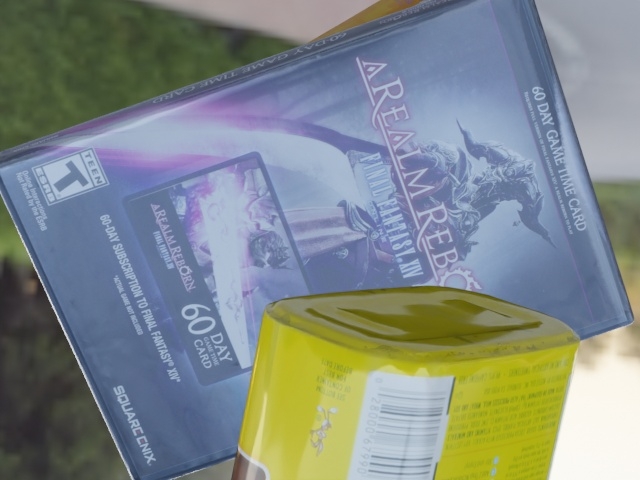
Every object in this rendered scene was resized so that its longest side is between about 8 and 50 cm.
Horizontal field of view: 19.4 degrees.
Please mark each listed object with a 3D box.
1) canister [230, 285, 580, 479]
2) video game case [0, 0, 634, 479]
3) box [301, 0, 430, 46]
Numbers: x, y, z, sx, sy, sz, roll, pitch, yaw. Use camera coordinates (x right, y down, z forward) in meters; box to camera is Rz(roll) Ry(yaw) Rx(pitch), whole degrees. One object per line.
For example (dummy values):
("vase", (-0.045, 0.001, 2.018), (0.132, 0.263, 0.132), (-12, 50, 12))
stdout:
("canister", (0.018, 0.104, 0.592), (0.073, 0.170, 0.126), (19, -167, 35))
("video game case", (0.000, 0.000, 0.937), (0.274, 0.196, 0.026), (-19, -157, 6))
("box", (0.036, -0.082, 0.983), (0.136, 0.081, 0.028), (-32, -145, -11))
